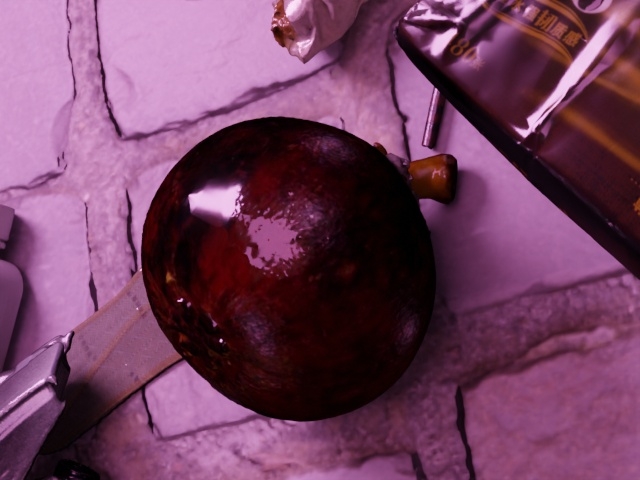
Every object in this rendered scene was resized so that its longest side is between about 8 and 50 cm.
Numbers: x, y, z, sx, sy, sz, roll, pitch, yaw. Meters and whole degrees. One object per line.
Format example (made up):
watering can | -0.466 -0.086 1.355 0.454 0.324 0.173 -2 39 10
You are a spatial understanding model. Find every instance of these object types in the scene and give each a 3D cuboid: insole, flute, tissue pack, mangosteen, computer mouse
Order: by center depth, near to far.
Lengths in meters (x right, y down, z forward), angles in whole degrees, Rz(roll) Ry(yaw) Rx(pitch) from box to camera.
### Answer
tissue pack | 0.246 -0.081 1.151 0.370 0.210 0.198 45 108 31
mangosteen | 0.000 0.000 1.278 0.235 0.235 0.261 36 57 28
flute | 0.113 -0.203 1.359 0.014 0.014 0.269 10 84 28
computer mouse | -0.272 0.168 1.392 0.071 0.126 0.231 30 95 -12
insole | -0.136 0.056 1.431 0.348 0.009 0.119 -40 65 14

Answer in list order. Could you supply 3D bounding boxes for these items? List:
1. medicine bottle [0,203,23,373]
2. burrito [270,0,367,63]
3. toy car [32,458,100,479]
medicine bottle | -0.320 0.052 1.491 0.119 0.069 0.183 12 83 30
burrito | 0.068 -0.323 1.375 0.117 0.076 0.392 36 94 38
toy car | -0.234 0.259 1.394 0.070 0.080 0.170 29 86 -2
